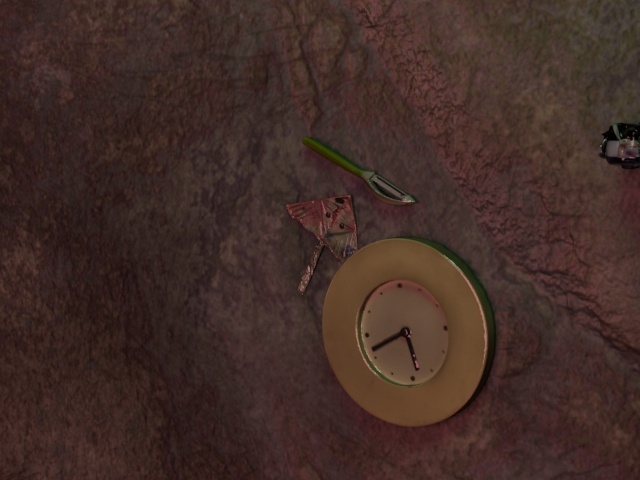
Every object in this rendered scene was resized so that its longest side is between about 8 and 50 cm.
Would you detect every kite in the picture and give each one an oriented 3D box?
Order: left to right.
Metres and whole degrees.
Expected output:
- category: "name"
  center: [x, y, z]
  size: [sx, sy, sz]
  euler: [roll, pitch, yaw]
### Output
- category: "kite"
  center: [0.000, 0.000, 1.986]
  size: [0.137, 0.005, 0.152]
  euler: [45, 117, 23]

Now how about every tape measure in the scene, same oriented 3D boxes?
- category: "tape measure"
  center: [0.350, -0.102, 1.669]
  size: [0.094, 0.091, 0.054]
  euler: [-169, 79, -67]

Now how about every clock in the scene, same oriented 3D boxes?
- category: "clock"
  center: [0.106, 0.111, 1.905]
  size: [0.235, 0.029, 0.235]
  euler: [5, 99, 34]

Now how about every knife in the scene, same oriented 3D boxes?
- category: "knife"
  center: [0.045, -0.083, 1.937]
  size: [0.184, 0.022, 0.026]
  euler: [34, 86, 29]
